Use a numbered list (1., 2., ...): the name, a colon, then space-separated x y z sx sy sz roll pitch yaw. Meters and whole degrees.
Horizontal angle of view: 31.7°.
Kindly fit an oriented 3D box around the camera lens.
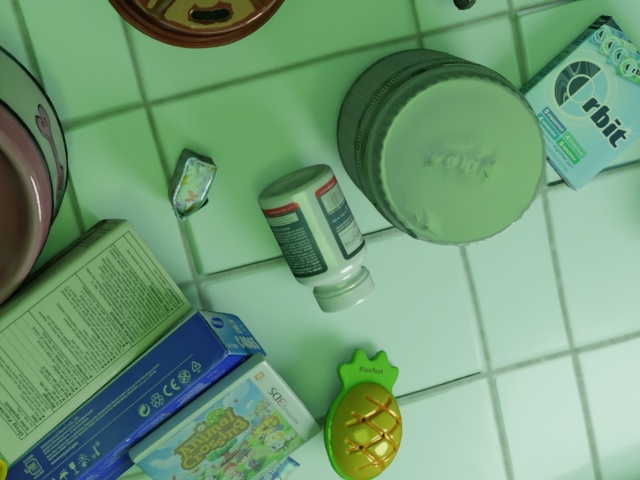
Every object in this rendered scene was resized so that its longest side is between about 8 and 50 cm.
1. camera lens: 0.143 -0.121 1.403 0.219 0.274 0.219 -2 104 -8

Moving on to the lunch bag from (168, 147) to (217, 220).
1. lunch bag: -0.169 -0.071 1.477 0.053 0.071 0.083 22 98 -17

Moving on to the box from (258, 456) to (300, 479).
1. box: -0.130 0.298 1.589 0.178 0.042 0.109 38 94 -15

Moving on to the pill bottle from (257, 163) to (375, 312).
1. pill bottle: 0.000 0.000 1.501 0.108 0.108 0.180 -25 106 -1

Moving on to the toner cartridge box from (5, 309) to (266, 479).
1. toner cartridge box: -0.243 0.229 1.478 0.348 0.165 0.075 -39 78 6

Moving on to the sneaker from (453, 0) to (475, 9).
1. sneaker: 0.143 -0.423 1.430 0.108 0.100 0.272 -15 103 10

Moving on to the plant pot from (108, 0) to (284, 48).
1. plant pot: -0.139 -0.350 1.311 0.272 0.265 0.272 -2 104 -8

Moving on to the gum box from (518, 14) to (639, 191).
1. gum box: 0.367 -0.186 1.540 0.184 0.041 0.157 -42 105 3

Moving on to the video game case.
1. video game case: -0.121 0.266 1.501 0.212 0.023 0.193 -37 135 -3

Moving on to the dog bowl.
1. dog bowl: -0.502 -0.057 1.330 0.407 0.150 0.408 -8 123 -12

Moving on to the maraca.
1. maraca: 0.061 0.245 1.578 0.127 0.099 0.186 8 86 -38

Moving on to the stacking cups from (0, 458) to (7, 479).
1. stacking cups: -0.515 0.198 1.384 0.316 0.096 0.096 42 96 21

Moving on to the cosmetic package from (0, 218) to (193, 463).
1. cosmetic package: -0.330 0.118 1.422 0.296 0.129 0.153 -39 107 -20
